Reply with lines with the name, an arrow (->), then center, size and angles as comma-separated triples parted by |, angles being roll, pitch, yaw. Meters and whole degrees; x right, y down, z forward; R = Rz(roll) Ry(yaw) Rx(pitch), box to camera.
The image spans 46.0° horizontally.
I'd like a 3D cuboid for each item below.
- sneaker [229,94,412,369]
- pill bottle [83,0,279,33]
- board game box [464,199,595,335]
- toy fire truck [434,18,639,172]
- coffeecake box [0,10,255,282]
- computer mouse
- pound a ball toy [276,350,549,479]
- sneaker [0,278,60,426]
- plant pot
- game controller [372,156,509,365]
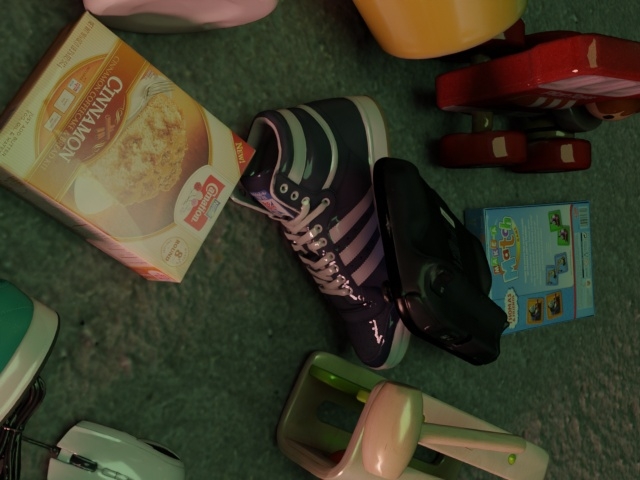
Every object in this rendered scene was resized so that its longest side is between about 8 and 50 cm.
sneaker -> 0.000, 0.000, 0.743 | 0.153, 0.099, 0.282 | -9, 93, -36
pill bottle -> -0.124, -0.326, 0.612 | 0.161, 0.161, 0.283 | -8, 95, -36
board game box -> 0.276, 0.032, 0.980 | 0.212, 0.039, 0.160 | -5, 93, -37
toy fire truck -> 0.286, -0.169, 0.852 | 0.302, 0.254, 0.169 | -1, 91, -36
coffeecake box -> -0.169, -0.071, 0.639 | 0.185, 0.068, 0.142 | 38, 68, -30
computer mouse -> -0.190, 0.190, 0.642 | 0.193, 0.042, 0.106 | 30, 72, -32
pound a ball toy -> 0.102, 0.225, 0.751 | 0.319, 0.208, 0.135 | 29, 81, -33
sneaker -> -0.323, 0.124, 0.492 | 0.178, 0.124, 0.295 | 45, 58, -33
plant pot -> 0.099, -0.322, 0.740 | 0.254, 0.254, 0.239 | -45, 131, -27
game controller -> 0.125, 0.031, 0.769 | 0.319, 0.067, 0.166 | 34, 36, -61
